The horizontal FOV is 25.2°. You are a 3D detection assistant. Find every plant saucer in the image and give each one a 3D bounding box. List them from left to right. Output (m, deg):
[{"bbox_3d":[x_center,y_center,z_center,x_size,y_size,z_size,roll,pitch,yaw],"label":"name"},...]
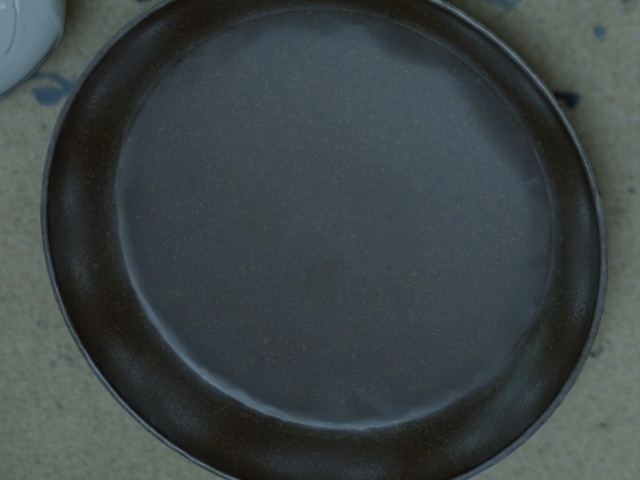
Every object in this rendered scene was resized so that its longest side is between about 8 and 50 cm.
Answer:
[{"bbox_3d":[0.000,0.000,0.784,0.311,0.050,0.310,4,111,11],"label":"plant saucer"}]

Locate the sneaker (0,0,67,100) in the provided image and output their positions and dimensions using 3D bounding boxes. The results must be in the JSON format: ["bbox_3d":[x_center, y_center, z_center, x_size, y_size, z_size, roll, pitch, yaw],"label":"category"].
[{"bbox_3d":[-0.285,-0.101,0.756,0.305,0.152,0.114,-4,108,13],"label":"sneaker"}]
